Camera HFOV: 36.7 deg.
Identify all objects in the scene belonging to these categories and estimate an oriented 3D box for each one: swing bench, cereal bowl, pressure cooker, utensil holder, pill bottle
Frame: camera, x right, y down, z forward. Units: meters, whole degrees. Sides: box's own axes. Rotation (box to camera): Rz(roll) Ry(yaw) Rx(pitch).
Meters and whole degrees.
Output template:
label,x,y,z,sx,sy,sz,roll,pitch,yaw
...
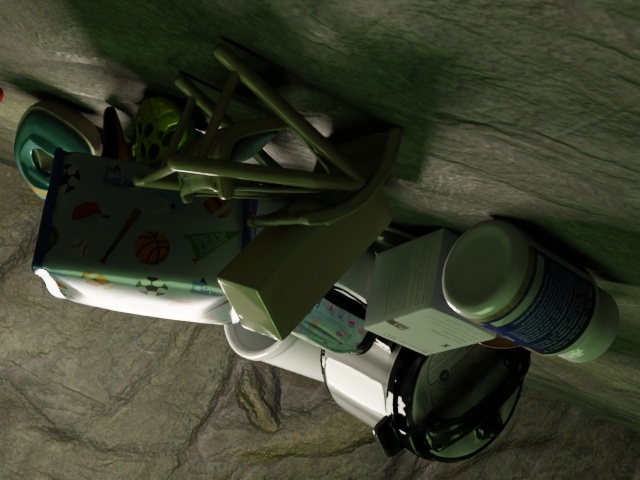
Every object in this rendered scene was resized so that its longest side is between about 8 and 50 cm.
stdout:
label,x,y,z,sx,sy,sz,roll,pitch,yaw
swing bench,-0.073,-0.103,1.221,0.254,0.165,0.253,24,171,-18
cereal bowl,-0.034,-0.001,1.884,0.338,0.141,0.339,21,172,3
pressure cooker,0.251,0.287,2.161,0.375,0.370,0.420,12,-173,-36
utensil holder,-0.002,0.200,2.495,0.385,0.328,0.327,27,171,-37
pill bottle,0.322,0.084,1.449,0.264,0.153,0.153,27,171,-33

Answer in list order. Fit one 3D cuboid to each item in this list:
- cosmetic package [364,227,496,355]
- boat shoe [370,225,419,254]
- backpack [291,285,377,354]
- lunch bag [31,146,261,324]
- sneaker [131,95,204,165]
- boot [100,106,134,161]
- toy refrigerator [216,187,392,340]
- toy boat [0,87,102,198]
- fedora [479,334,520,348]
label,x,y,z,sx,sy,sz,roll,pitch,yaw
cosmetic package,0.197,0.093,1.674,0.151,0.152,0.183,26,151,-26
boat shoe,0.197,0.064,1.854,0.335,0.096,0.112,29,170,-41
backpack,0.009,0.142,1.807,0.182,0.115,0.152,28,173,-20
lunch bag,-0.269,0.015,1.590,0.327,0.239,0.385,9,161,-2
sneaker,-0.238,-0.166,1.575,0.123,0.110,0.295,-5,176,-18
boot,-0.380,-0.150,1.825,0.096,0.264,0.280,-1,146,4
toy refrigerator,-0.020,0.008,1.386,0.094,0.269,0.102,15,141,42
toy boat,-0.588,-0.189,1.922,0.318,0.148,0.267,32,144,2
fedora,0.342,0.111,1.717,0.194,0.194,0.079,13,132,49
